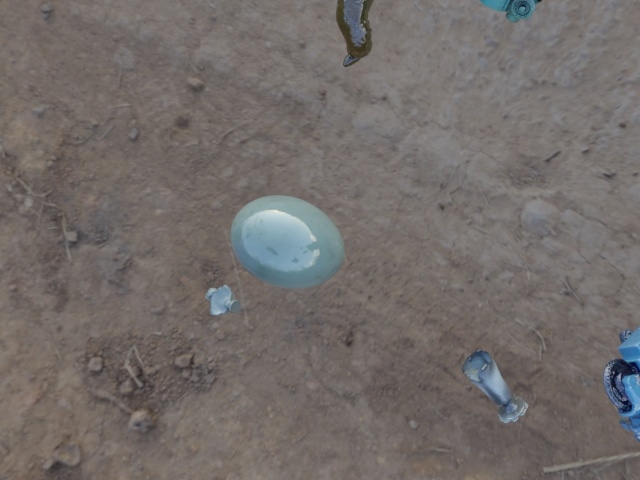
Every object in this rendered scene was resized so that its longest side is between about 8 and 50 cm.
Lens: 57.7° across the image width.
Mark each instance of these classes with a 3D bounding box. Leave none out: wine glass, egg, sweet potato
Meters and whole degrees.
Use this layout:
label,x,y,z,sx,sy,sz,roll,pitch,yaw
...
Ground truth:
label,x,y,z,sx,sy,sz,roll,pitch,yaw
wine glass,0.370,0.310,1.230,0.072,0.072,0.155,-34,109,16
egg,-0.053,0.004,0.953,0.193,0.149,0.149,23,104,-9
sweet potato,0.102,-0.580,1.428,0.124,0.098,0.309,12,113,-24

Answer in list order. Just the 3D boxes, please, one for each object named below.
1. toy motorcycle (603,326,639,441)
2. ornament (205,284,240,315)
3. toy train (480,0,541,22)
label,x,y,z,sx,sy,sz,roll,pitch,yaw
toy motorcycle,0.563,0.225,0.942,0.182,0.272,0.124,61,149,1
ornament,-0.216,0.130,1.262,0.068,0.041,0.092,-48,51,14
toy train,0.467,-0.633,1.341,0.159,0.101,0.248,28,142,5
